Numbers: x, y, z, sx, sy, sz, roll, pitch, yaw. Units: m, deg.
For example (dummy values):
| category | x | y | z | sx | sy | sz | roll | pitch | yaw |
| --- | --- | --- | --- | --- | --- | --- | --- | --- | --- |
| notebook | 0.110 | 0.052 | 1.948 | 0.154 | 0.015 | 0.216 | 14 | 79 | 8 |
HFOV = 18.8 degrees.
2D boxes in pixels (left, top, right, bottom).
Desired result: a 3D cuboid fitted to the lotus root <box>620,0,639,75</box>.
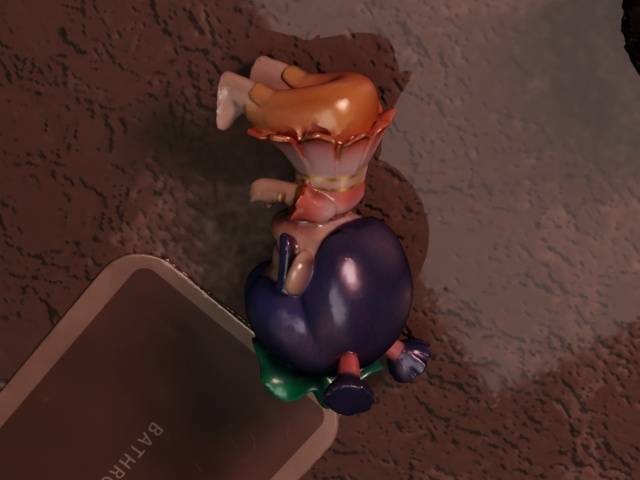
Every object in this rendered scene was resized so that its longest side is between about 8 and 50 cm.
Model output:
| category | x | y | z | sx | sy | sz | roll | pitch | yaw |
| --- | --- | --- | --- | --- | --- | --- | --- | --- | --- |
| lotus root | 0.258 | -0.130 | 0.979 | 0.214 | 0.138 | 0.138 | -6 | 108 | 10 |

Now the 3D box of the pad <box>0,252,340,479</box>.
| category | x | y | z | sx | sy | sz | roll | pitch | yaw |
| --- | --- | --- | --- | --- | --- | --- | --- | --- | --- |
| pad | -0.126 | 0.143 | 1.197 | 0.176 | 0.002 | 0.266 | 39 | 110 | -6 |

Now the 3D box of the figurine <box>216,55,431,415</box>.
| category | x | y | z | sx | sy | sz | roll | pitch | yaw |
| --- | --- | --- | --- | --- | --- | --- | --- | --- | --- |
| figurine | 0.000 | 0.000 | 1.072 | 0.102 | 0.111 | 0.195 | 7 | 112 | 28 |
